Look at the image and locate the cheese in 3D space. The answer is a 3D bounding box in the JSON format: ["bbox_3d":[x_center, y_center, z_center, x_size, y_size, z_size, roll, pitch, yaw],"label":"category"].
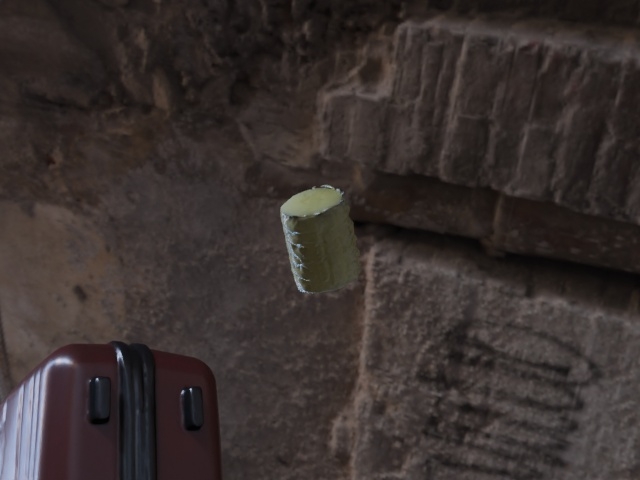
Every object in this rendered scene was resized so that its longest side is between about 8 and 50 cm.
[{"bbox_3d":[0.000,0.000,1.383,0.123,0.094,0.167,-21,-57,-14],"label":"cheese"}]

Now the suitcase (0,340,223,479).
[{"bbox_3d":[-0.190,0.252,0.679,0.161,0.236,0.296,12,-122,-34],"label":"suitcase"}]
